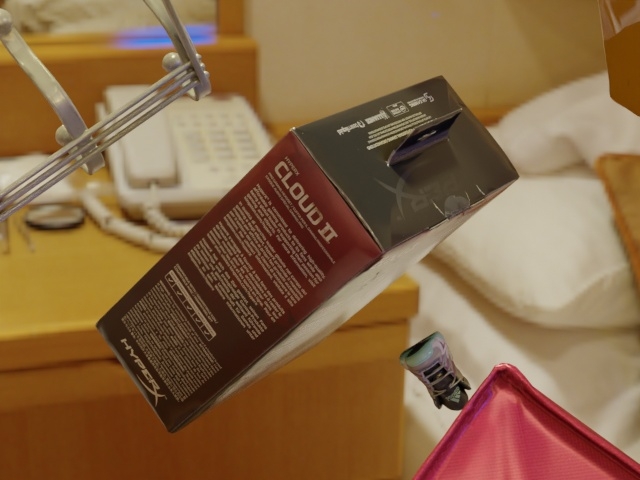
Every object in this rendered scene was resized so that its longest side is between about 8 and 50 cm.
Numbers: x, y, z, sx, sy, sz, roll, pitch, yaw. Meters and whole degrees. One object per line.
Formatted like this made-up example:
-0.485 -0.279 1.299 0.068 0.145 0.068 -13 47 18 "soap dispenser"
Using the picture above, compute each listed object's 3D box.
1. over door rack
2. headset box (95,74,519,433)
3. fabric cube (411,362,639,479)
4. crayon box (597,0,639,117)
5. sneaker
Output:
-0.224 -0.166 0.950 0.239 0.324 0.108 -38 56 -15 "over door rack"
0.000 0.000 1.016 0.110 0.293 0.218 54 37 7 "headset box"
0.112 0.253 0.714 0.254 0.259 0.258 37 -12 11 "fabric cube"
0.258 -0.095 0.582 0.202 0.081 0.318 -17 25 -7 "crayon box"
0.094 0.105 1.007 0.038 0.069 0.098 -33 -7 10 "sneaker"
